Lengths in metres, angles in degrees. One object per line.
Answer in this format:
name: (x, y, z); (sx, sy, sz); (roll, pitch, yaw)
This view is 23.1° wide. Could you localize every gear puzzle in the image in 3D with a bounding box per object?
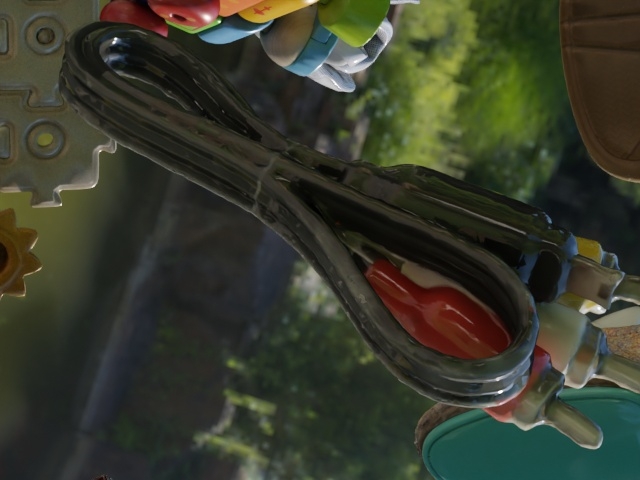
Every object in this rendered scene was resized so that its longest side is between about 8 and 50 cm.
gear puzzle: (-0.238, -0.107, 1.140); (0.044, 0.175, 0.339); (-127, -143, -63)

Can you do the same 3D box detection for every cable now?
cable: (0.000, 0.000, 0.641); (0.139, 0.287, 0.072); (-49, 155, -49)

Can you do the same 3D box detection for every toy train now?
toy train: (-0.019, -0.156, 0.894); (0.248, 0.143, 0.105); (-4, -114, 64)

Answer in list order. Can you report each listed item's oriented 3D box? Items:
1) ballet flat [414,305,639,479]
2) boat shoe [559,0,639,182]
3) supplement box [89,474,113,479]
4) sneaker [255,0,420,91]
ballet flat: (0.209, 0.082, 0.884); (0.106, 0.316, 0.107); (-68, 142, -49)
boat shoe: (0.228, -0.202, 1.005); (0.123, 0.123, 0.342); (15, 74, -64)
supplement box: (-0.218, 0.248, 1.041); (0.130, 0.239, 0.073); (57, 12, -57)
sneaker: (-0.016, -0.258, 1.577); (0.137, 0.210, 0.366); (-52, -179, 16)
